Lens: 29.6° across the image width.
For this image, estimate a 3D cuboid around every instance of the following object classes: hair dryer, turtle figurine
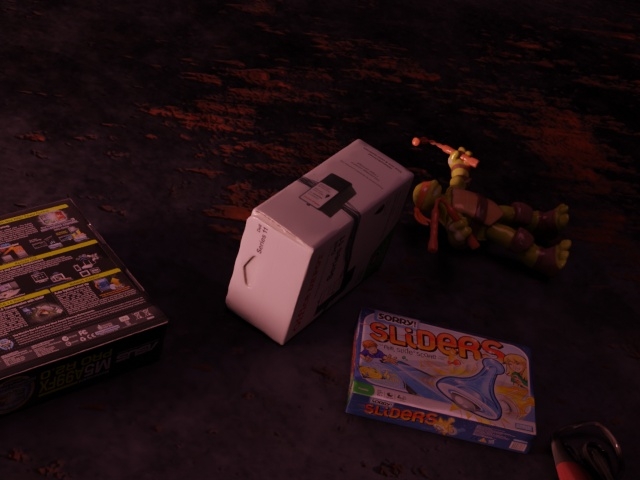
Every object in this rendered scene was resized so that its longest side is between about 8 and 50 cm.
[{"bbox_3d":[0.273,0.297,1.192,0.224,0.080,0.293,25,31,36],"label":"hair dryer"},{"bbox_3d":[0.201,-0.023,1.515,0.217,0.087,0.269,20,29,-8],"label":"turtle figurine"}]

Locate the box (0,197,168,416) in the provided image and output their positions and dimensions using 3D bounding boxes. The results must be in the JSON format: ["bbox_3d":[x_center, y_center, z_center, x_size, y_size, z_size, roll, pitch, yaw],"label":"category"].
[{"bbox_3d":[-0.324,0.071,1.233,0.270,0.060,0.216,-18,50,-36],"label":"box"}]

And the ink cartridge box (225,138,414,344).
[{"bbox_3d":[0.000,0.000,1.363,0.087,0.153,0.208,34,43,19],"label":"ink cartridge box"}]

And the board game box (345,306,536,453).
[{"bbox_3d":[0.132,0.151,1.322,0.201,0.035,0.136,13,39,-5],"label":"board game box"}]
